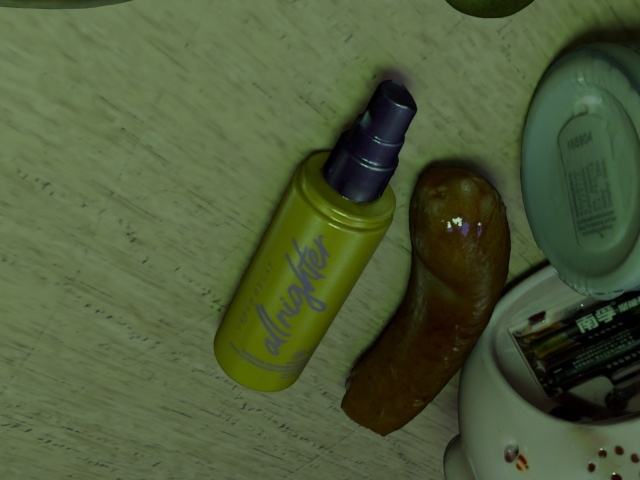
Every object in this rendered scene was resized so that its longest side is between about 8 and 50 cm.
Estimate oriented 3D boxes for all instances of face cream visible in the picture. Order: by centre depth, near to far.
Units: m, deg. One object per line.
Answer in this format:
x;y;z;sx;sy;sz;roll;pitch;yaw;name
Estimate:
0.248;-0.054;0.689;0.153;0.177;0.177;-6;138;-17;face cream
0.000;0.000;0.709;0.078;0.078;0.273;4;134;-29;face cream

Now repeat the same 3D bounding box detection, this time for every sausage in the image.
0.095;0.057;0.820;0.103;0.076;0.302;-5;138;-22;sausage

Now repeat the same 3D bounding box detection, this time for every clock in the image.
0.297;0.184;0.834;0.368;0.377;0.250;-25;136;3;clock

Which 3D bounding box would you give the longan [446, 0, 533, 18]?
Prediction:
0.099;-0.173;0.578;0.075;0.075;0.083;-41;96;21;longan

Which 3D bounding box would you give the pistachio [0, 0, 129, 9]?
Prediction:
-0.131;-0.171;0.430;0.206;0.131;0.129;-1;-179;-32;pistachio
